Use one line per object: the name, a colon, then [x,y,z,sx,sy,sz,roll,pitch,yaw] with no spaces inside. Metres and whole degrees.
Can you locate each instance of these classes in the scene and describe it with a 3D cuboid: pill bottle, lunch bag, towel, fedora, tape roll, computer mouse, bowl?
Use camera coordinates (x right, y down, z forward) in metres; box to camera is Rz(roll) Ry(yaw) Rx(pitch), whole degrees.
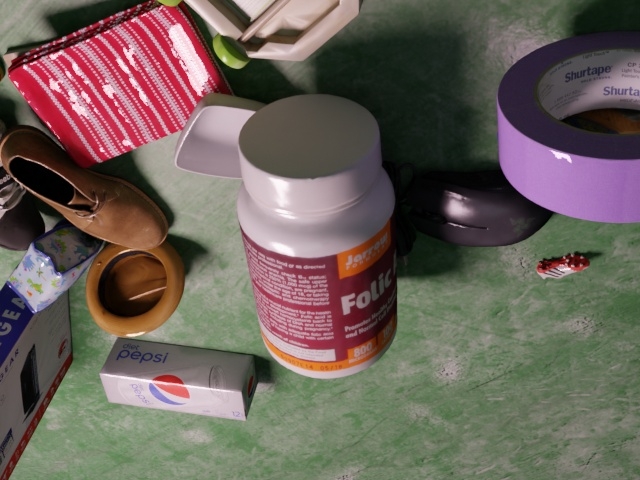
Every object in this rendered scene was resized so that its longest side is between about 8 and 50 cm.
pill bottle: [0.000,0.000,1.257,0.224,0.224,0.392,4,135,11]
lunch bag: [-0.438,0.032,1.467,0.096,0.151,0.129,49,128,3]
towel: [-0.281,-0.220,1.233,0.275,0.031,0.199,-19,128,13]
fedora: [-0.311,0.081,1.498,0.194,0.194,0.079,-4,167,18]
tape roll: [0.347,-0.141,1.010,0.274,0.275,0.090,0,131,15]
computer mouse: [0.210,-0.035,1.283,0.272,0.072,0.188,-2,130,17]
bowl: [-0.135,-0.156,1.252,0.142,0.053,0.142,7,138,-30]

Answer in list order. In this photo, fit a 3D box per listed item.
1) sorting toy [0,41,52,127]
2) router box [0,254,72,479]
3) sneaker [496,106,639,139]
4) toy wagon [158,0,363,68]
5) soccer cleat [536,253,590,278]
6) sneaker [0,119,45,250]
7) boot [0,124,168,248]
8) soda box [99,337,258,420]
sorting toy: [-0.385,-0.226,1.285,0.274,0.046,0.132,-5,130,19]
router box: [-0.561,0.246,1.561,0.082,0.335,0.301,15,134,2]
sneaker: [0.384,-0.114,1.139,0.296,0.112,0.131,2,134,15]
toy wagon: [-0.103,-0.377,1.058,0.344,0.068,0.267,41,128,-21]
soccer cleat: [0.379,0.043,1.341,0.083,0.029,0.035,-11,137,27]
sneaker: [-0.536,-0.117,1.370,0.146,0.122,0.330,-16,126,29]
boot: [-0.366,-0.058,1.354,0.305,0.115,0.112,34,99,-32]
soda box: [-0.272,0.268,1.669,0.286,0.098,0.091,6,133,10]
